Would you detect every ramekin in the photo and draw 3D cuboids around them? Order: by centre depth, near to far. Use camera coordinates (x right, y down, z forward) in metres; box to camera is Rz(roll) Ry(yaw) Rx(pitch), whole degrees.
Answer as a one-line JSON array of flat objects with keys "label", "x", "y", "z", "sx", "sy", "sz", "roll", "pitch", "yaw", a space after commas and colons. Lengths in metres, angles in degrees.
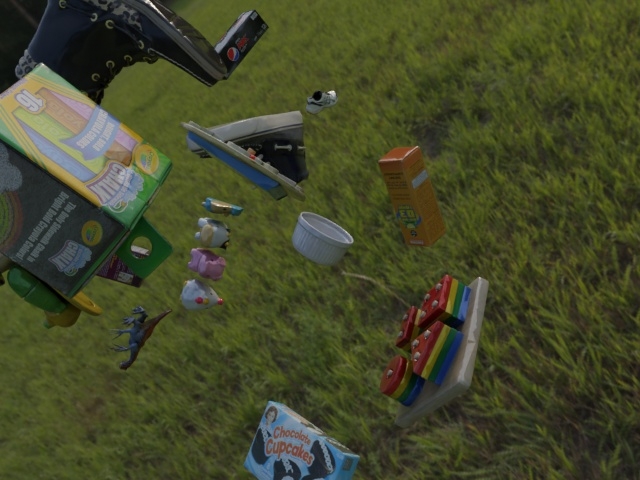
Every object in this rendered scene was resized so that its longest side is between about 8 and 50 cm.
[{"label": "ramekin", "x": 0.000, "y": 0.000, "z": 2.101, "sx": 0.109, "sy": 0.207, "sz": 0.207, "roll": -62, "pitch": 20, "yaw": 16}]

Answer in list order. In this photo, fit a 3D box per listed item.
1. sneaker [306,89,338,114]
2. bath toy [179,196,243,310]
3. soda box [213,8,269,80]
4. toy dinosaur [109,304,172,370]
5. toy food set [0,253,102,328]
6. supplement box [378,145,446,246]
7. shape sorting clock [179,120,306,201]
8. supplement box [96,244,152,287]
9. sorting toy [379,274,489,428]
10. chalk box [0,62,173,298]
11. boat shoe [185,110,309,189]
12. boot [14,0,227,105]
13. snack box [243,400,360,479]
[{"label": "sneaker", "x": 0.005, "y": -0.272, "z": 1.168, "sx": 0.031, "sy": 0.037, "sz": 0.083, "roll": 25, "pitch": 47, "yaw": 28}, {"label": "bath toy", "x": -0.324, "y": 0.053, "z": 1.814, "sx": 0.151, "sy": 0.129, "sz": 0.348, "roll": -52, "pitch": -22, "yaw": -77}, {"label": "soda box", "x": -0.192, "y": -0.434, "z": 1.361, "sx": 0.060, "sy": 0.053, "sz": 0.169, "roll": 13, "pitch": 63, "yaw": 51}, {"label": "toy dinosaur", "x": -0.228, "y": 0.127, "z": 0.760, "sx": 0.090, "sy": 0.082, "sz": 0.047, "roll": 2, "pitch": 32, "yaw": 5}, {"label": "toy food set", "x": -0.388, "y": 0.041, "z": 0.794, "sx": 0.071, "sy": 0.218, "sz": 0.128, "roll": -44, "pitch": 16, "yaw": -7}, {"label": "supplement box", "x": 0.218, "y": -0.101, "z": 1.439, "sx": 0.078, "sy": 0.233, "sz": 0.080, "roll": 3, "pitch": 36, "yaw": 46}, {"label": "shape sorting clock", "x": -0.109, "y": -0.113, "z": 0.876, "sx": 0.040, "sy": 0.206, "sz": 0.206, "roll": -55, "pitch": 25, "yaw": -1}, {"label": "supplement box", "x": -0.602, "y": 0.058, "z": 1.796, "sx": 0.081, "sy": 0.188, "sz": 0.104, "roll": -126, "pitch": 54, "yaw": -80}, {"label": "sorting toy", "x": 0.220, "y": 0.219, "z": 1.256, "sx": 0.257, "sy": 0.089, "sz": 0.256, "roll": -55, "pitch": 9, "yaw": 50}, {"label": "chalk box", "x": -0.247, "y": -0.045, "z": 0.623, "sx": 0.132, "sy": 0.213, "sz": 0.132, "roll": -39, "pitch": 23, "yaw": 31}, {"label": "boat shoe", "x": -0.125, "y": -0.163, "z": 1.219, "sx": 0.127, "sy": 0.158, "sz": 0.340, "roll": -5, "pitch": 13, "yaw": 32}, {"label": "boot", "x": -0.405, "y": -0.355, "z": 1.222, "sx": 0.284, "sy": 0.377, "sz": 0.138, "roll": -52, "pitch": 10, "yaw": 17}, {"label": "snack box", "x": -0.056, "y": 0.554, "z": 1.531, "sx": 0.322, "sy": 0.060, "sz": 0.187, "roll": 16, "pitch": 83, "yaw": 50}]
